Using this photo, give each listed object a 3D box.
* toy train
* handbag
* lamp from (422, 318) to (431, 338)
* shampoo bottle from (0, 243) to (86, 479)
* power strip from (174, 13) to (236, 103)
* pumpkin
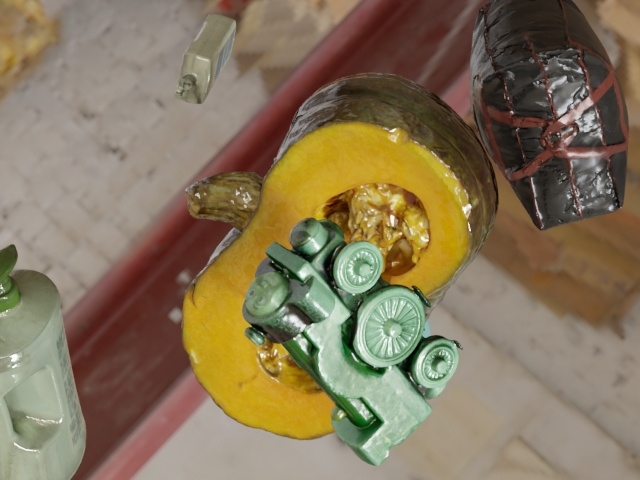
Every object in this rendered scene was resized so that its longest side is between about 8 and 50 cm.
[{"bbox_3d":[0.019,0.064,1.117,0.178,0.104,0.071,50,170,-33],"label":"toy train"},{"bbox_3d":[0.237,-0.135,1.702,0.169,0.155,0.215,-97,-13,-62],"label":"handbag"},{"bbox_3d":[0.010,0.070,1.634,0.209,0.147,0.284,16,123,6],"label":"lamp"},{"bbox_3d":[-0.258,0.107,1.391,0.087,0.118,0.234,9,133,13],"label":"shampoo bottle"},{"bbox_3d":[-0.107,-0.172,1.544,0.030,0.047,0.191,14,-156,1],"label":"power strip"},{"bbox_3d":[0.000,0.000,1.303,0.222,0.139,0.317,35,126,5],"label":"pumpkin"}]
